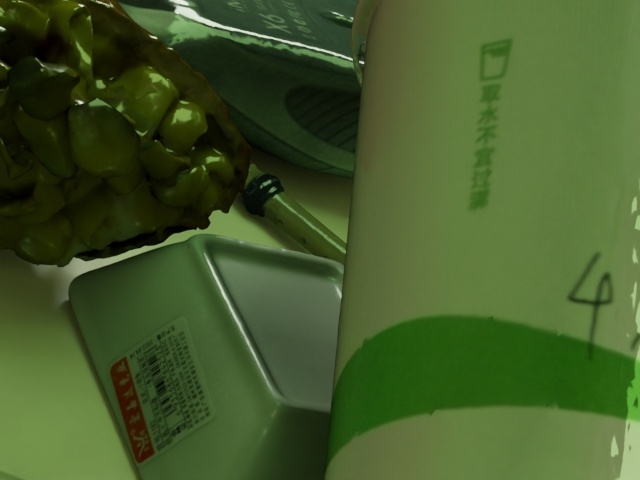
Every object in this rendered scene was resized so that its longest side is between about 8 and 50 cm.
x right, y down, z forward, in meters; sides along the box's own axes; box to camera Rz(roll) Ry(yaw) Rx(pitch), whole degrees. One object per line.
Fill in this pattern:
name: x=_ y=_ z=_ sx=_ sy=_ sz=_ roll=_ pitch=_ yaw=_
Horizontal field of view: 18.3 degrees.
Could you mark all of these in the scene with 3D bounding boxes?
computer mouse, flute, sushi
computer mouse: x=-0.044 y=-0.103 z=1.142 sx=0.379 sy=0.090 sz=0.167 roll=15 pitch=22 yaw=-20
flute: x=0.000 y=0.000 z=1.072 sx=0.233 sy=0.027 sz=0.027 roll=39 pitch=28 yaw=17
sushi: x=-0.172 y=-0.079 z=0.883 sx=0.296 sy=0.167 sz=0.179 roll=41 pitch=28 yaw=-22

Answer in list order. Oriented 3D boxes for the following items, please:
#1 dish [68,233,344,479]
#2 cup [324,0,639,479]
dish: x=-0.008 y=0.079 z=0.886 sx=0.154 sy=0.064 sz=0.234 roll=12 pitch=33 yaw=-34
cup: x=0.115 y=0.035 z=0.791 sx=0.253 sy=0.253 sz=0.274 roll=22 pitch=58 yaw=-17
